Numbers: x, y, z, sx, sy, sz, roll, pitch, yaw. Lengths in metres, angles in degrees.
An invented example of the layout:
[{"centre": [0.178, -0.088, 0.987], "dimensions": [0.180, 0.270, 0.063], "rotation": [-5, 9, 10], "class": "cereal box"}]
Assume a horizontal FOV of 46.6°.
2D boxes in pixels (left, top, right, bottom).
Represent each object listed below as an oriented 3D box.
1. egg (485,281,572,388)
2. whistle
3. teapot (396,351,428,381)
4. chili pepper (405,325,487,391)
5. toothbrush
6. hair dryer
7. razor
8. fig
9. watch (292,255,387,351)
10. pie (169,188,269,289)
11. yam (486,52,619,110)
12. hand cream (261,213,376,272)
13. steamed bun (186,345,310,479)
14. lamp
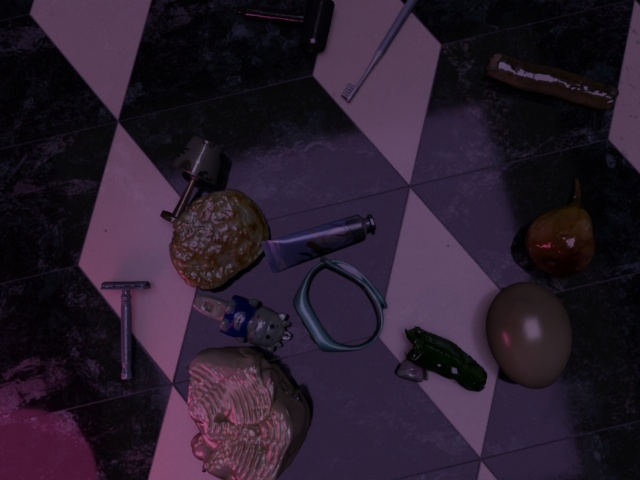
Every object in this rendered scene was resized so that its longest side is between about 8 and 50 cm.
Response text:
[{"centre": [0.469, 0.213, 1.675], "dimensions": [0.186, 0.186, 0.241], "rotation": [-6, 87, 1], "class": "egg"}, {"centre": [-0.184, 0.184, 1.742], "dimensions": [0.245, 0.092, 0.110], "rotation": [22, 94, 3], "class": "whistle"}, {"centre": [0.221, 0.297, 1.739], "dimensions": [0.083, 0.064, 0.064], "rotation": [22, 74, -28], "class": "teapot"}, {"centre": [0.283, 0.273, 1.714], "dimensions": [0.224, 0.061, 0.098], "rotation": [28, 55, -10], "class": "chili pepper"}, {"centre": [0.156, -0.489, 1.860], "dimensions": [0.030, 0.025, 0.342], "rotation": [34, 85, 8], "class": "toothbrush"}, {"centre": [-0.099, -0.547, 1.863], "dimensions": [0.256, 0.070, 0.128], "rotation": [8, 83, 10], "class": "hair dryer"}, {"centre": [-0.464, 0.212, 1.769], "dimensions": [0.106, 0.068, 0.231], "rotation": [0, 89, 3], "class": "razor"}, {"centre": [0.577, -0.041, 1.745], "dimensions": [0.159, 0.159, 0.257], "rotation": [22, 64, 4], "class": "fig"}, {"centre": [0.042, 0.152, 1.754], "dimensions": [0.195, 0.068, 0.237], "rotation": [-32, 84, -4], "class": "watch"}, {"centre": [-0.246, -0.011, 1.760], "dimensions": [0.248, 0.090, 0.201], "rotation": [-36, 103, -9], "class": "pie"}, {"centre": [0.563, -0.386, 1.814], "dimensions": [0.318, 0.067, 0.071], "rotation": [17, 70, 2], "class": "yam"}, {"centre": [0.000, 0.000, 1.780], "dimensions": [0.272, 0.058, 0.091], "rotation": [-18, 120, -1], "class": "hand cream"}, {"centre": [-0.158, 0.387, 1.662], "dimensions": [0.275, 0.206, 0.319], "rotation": [-13, 82, 15], "class": "steamed bun"}, {"centre": [-0.310, -0.141, 1.779], "dimensions": [0.121, 0.121, 0.214], "rotation": [27, 93, 5], "class": "lamp"}]
